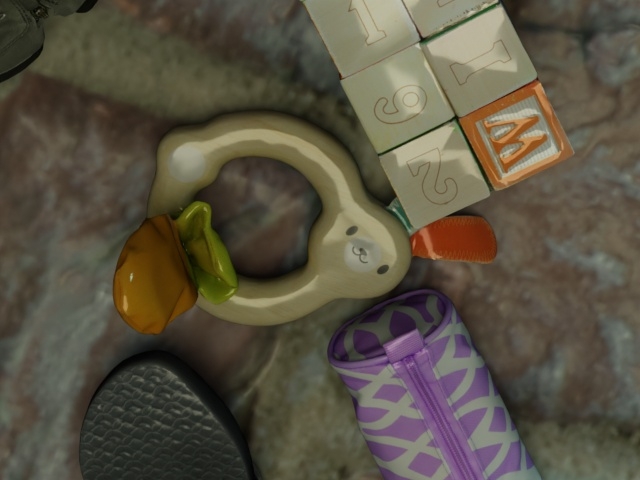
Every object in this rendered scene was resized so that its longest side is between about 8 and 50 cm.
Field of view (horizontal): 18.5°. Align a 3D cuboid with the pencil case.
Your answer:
[{"bbox_3d":[0.078,0.129,1.137,0.086,0.088,0.206,-27,108,6],"label":"pencil case"}]

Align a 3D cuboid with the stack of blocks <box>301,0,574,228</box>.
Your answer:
[{"bbox_3d":[0.017,-0.174,0.978,0.087,0.171,0.297,-25,108,8],"label":"stack of blocks"}]

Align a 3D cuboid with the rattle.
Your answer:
[{"bbox_3d":[0.000,0.000,1.064,0.200,0.143,0.130,11,91,1],"label":"rattle"}]

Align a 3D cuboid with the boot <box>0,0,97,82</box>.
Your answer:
[{"bbox_3d":[-0.148,-0.195,0.997,0.246,0.083,0.161,-43,141,20],"label":"boot"}]

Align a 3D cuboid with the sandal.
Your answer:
[{"bbox_3d":[-0.067,0.167,1.173,0.097,0.054,0.254,-18,120,13],"label":"sandal"}]
